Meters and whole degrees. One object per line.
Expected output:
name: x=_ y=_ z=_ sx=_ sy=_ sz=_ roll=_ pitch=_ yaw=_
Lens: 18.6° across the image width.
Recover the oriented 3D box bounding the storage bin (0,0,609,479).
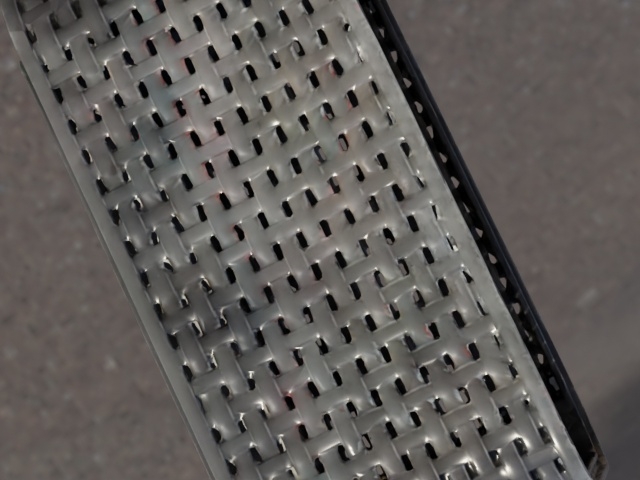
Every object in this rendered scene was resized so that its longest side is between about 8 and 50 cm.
storage bin: x=0.000 y=0.000 z=0.523 sx=0.084 sy=0.180 sz=0.122 roll=-25 pitch=174 yaw=8
